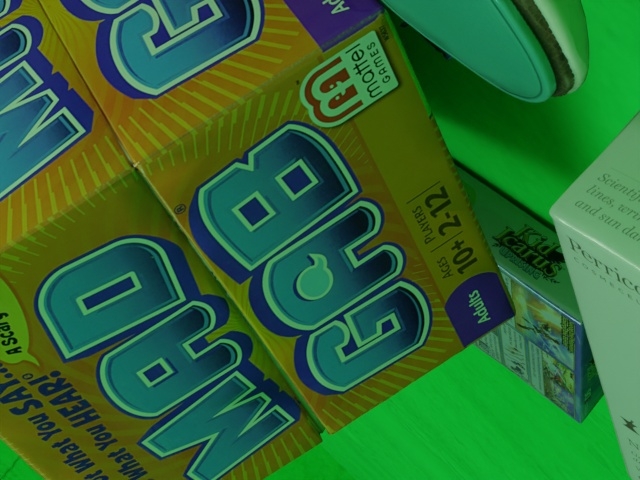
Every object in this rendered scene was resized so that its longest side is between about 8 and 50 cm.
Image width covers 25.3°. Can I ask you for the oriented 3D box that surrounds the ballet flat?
[{"bbox_3d":[0.017,-0.245,0.795,0.400,0.139,0.139,38,166,-2],"label":"ballet flat"}]

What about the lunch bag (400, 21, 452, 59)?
[{"bbox_3d":[0.089,-0.164,0.896,0.065,0.098,0.067,46,171,-5],"label":"lunch bag"}]

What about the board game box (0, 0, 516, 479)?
[{"bbox_3d":[-0.126,-0.057,1.079,0.356,0.356,0.356,56,178,40],"label":"board game box"}]

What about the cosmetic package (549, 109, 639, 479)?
[{"bbox_3d":[0.302,0.081,0.928,0.217,0.156,0.385,34,165,37],"label":"cosmetic package"}]

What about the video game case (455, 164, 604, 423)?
[{"bbox_3d":[0.170,0.042,1.368,0.244,0.061,0.269,38,166,23],"label":"video game case"}]
